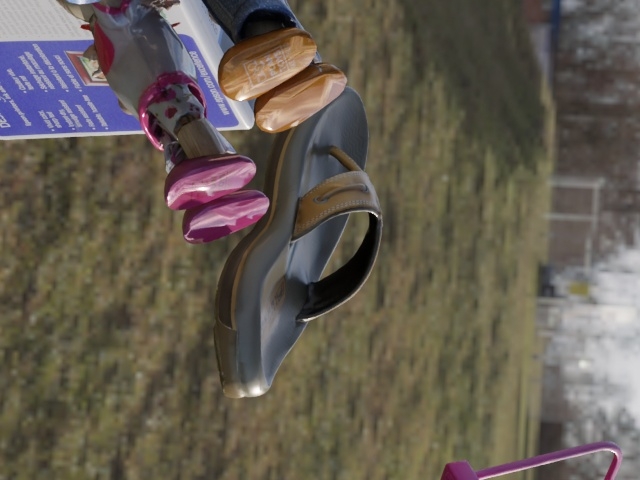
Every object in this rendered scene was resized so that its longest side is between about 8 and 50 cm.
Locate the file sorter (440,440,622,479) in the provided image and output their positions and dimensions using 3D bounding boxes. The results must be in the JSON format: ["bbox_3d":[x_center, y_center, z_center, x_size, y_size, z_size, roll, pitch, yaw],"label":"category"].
[{"bbox_3d":[0.218,0.328,1.186,0.291,0.182,0.202,58,-33,41],"label":"file sorter"}]

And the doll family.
[{"bbox_3d":[-0.050,-0.126,0.509,0.163,0.118,0.263,61,-5,25],"label":"doll family"}]

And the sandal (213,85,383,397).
[{"bbox_3d":[0.000,0.000,0.654,0.180,0.049,0.072,-68,153,-49],"label":"sandal"}]

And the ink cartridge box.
[{"bbox_3d":[-0.236,-0.182,1.219,0.303,0.307,0.072,62,31,-60],"label":"ink cartridge box"}]
